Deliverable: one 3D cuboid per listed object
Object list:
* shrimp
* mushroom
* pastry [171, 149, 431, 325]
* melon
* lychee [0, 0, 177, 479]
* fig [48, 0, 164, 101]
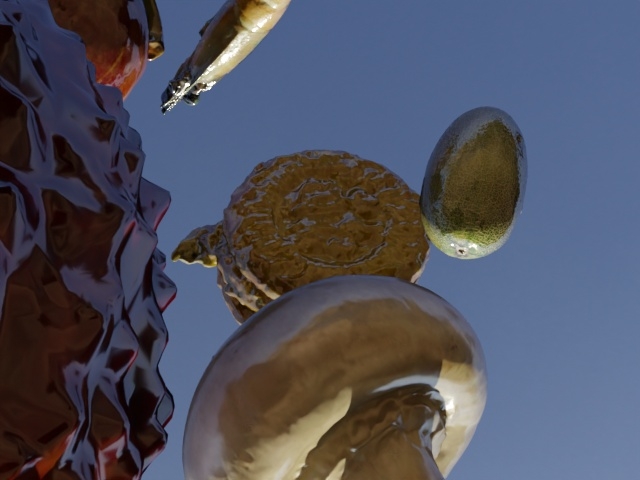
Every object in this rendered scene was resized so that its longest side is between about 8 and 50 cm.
[{"bbox_3d":[-0.068,-0.241,1.221,0.051,0.262,0.198,36,-149,-14],"label":"shrimp"},{"bbox_3d":[0.012,0.128,0.750,0.206,0.209,0.206,-1,-57,-1],"label":"mushroom"},{"bbox_3d":[0.000,0.000,1.329,0.235,0.132,0.240,42,-129,14],"label":"pastry"},{"bbox_3d":[0.144,-0.057,1.135,0.099,0.099,0.162,28,-124,-18],"label":"melon"},{"bbox_3d":[-0.275,0.029,0.523,0.425,0.500,0.424,-18,-52,-25],"label":"lychee"},{"bbox_3d":[-0.243,-0.206,1.130,0.205,0.205,0.205,1,-93,-21],"label":"fig"}]
